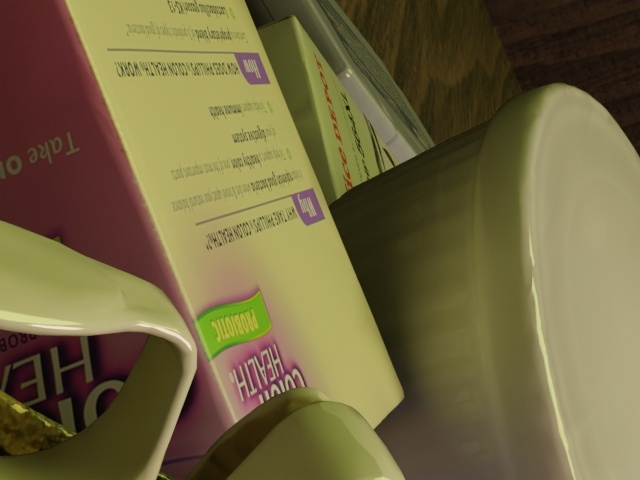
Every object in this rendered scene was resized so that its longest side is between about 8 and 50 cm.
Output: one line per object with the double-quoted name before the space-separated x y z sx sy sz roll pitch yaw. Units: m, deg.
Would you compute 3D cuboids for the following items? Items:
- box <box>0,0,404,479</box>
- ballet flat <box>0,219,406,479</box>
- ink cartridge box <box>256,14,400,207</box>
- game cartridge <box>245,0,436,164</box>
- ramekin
"box" -0.085 -0.020 0.632 0.213 0.117 0.243 -25 93 -77
"ballet flat" -0.046 0.069 0.426 0.348 0.123 0.123 32 34 -38
"ink cartridge box" 0.000 0.000 1.009 0.203 0.086 0.148 50 23 -57
"game cartridge" 0.019 -0.088 1.215 0.196 0.060 0.294 56 7 28
"ramekin" 0.087 0.078 0.841 0.273 0.127 0.273 45 37 -48
